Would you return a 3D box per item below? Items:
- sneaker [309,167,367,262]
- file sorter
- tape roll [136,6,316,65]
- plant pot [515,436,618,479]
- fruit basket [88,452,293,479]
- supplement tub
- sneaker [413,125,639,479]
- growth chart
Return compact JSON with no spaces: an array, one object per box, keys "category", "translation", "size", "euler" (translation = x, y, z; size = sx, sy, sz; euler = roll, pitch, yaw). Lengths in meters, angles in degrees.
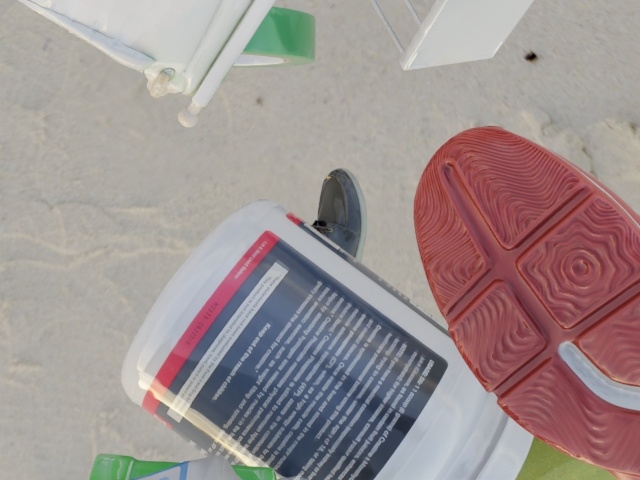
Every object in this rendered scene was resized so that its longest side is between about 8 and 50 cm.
[{"category":"sneaker","translation":[0.000,0.000,1.348],"size":[0.118,0.083,0.222],"euler":[-1,95,-34]},{"category":"file sorter","translation":[0.226,-0.432,1.396],"size":[0.173,0.193,0.277],"euler":[64,148,22]},{"category":"tape roll","translation":[-0.168,-0.343,1.505],"size":[0.321,0.321,0.077],"euler":[1,96,6]},{"category":"plant pot","translation":[0.237,0.193,0.824],"size":[0.275,0.275,0.293],"euler":[38,132,-8]},{"category":"fruit basket","translation":[-0.177,0.227,0.445],"size":[0.353,0.327,0.165],"euler":[-6,105,-2]},{"category":"supplement tub","translation":[0.005,0.114,0.683],"size":[0.272,0.191,0.191],"euler":[37,109,3]},{"category":"sneaker","translation":[0.136,0.039,0.362],"size":[0.087,0.128,0.221],"euler":[-43,81,30]},{"category":"growth chart","translation":[-0.137,-0.197,0.591],"size":[0.237,0.021,0.172],"euler":[34,122,-19]}]
